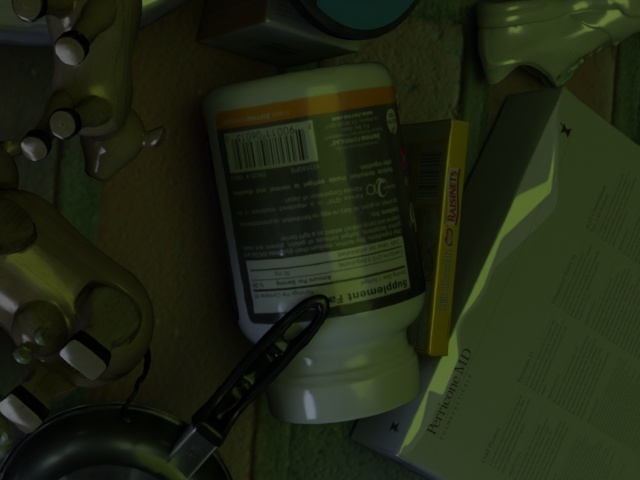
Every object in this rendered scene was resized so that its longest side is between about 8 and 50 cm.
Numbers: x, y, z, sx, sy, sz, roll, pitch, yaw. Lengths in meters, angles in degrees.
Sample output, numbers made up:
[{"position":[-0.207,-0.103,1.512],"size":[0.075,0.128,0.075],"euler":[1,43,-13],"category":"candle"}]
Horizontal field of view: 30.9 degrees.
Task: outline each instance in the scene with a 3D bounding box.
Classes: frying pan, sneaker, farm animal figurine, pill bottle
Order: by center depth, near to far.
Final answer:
[{"position":[-0.218,-0.022,0.818],"size":[0.330,0.172,0.327],"euler":[-24,106,19],"category":"farm animal figurine"},{"position":[-0.103,0.195,0.903],"size":[0.326,0.053,0.197],"euler":[-24,107,6],"category":"frying pan"},{"position":[0.000,0.000,0.965],"size":[0.162,0.162,0.278],"euler":[-13,97,-27],"category":"pill bottle"},{"position":[0.247,-0.198,1.145],"size":[0.212,0.080,0.094],"euler":[-9,107,-20],"category":"sneaker"}]

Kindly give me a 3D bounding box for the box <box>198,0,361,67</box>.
[{"position":[-0.023,-0.242,0.963],"size":[0.091,0.130,0.170],"euler":[11,85,-29],"category":"box"}]

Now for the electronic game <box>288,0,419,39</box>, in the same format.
[{"position":[0.027,-0.265,0.860],"size":[0.229,0.048,0.229],"euler":[-11,104,-51],"category":"electronic game"}]

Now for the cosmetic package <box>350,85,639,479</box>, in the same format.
[{"position":[0.234,0.086,1.123],"size":[0.284,0.097,0.377],"euler":[32,77,-26],"category":"cosmetic package"}]

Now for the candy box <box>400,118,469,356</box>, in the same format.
[{"position":[0.086,-0.003,1.040],"size":[0.027,0.105,0.206],"euler":[6,89,-27],"category":"candy box"}]

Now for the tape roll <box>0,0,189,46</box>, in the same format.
[{"position":[-0.209,-0.334,0.836],"size":[0.392,0.072,0.392],"euler":[0,89,-10],"category":"tape roll"}]
